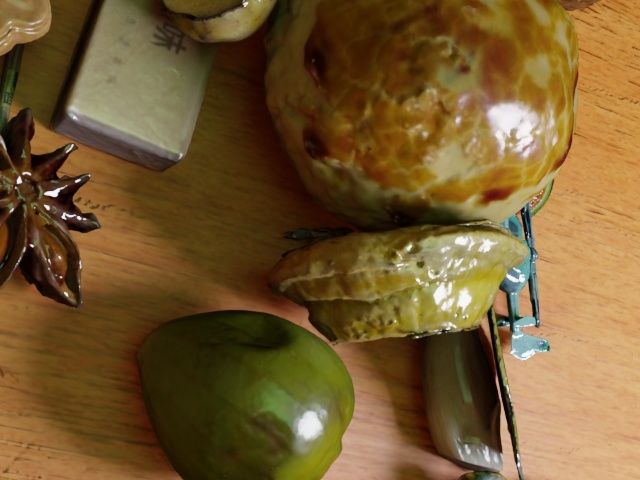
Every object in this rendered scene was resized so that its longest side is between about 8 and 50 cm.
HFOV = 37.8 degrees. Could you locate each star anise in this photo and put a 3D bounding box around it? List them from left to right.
[{"bbox_3d":[-0.330,-0.027,0.936,0.214,0.099,0.219,7,79,-28],"label":"star anise"}]

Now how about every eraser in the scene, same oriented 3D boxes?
[{"bbox_3d":[-0.179,-0.260,1.054,0.144,0.078,0.343,21,75,-24],"label":"eraser"}]

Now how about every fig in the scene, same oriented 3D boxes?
[{"bbox_3d":[-0.081,0.170,0.978,0.230,0.207,0.207,38,69,-17],"label":"fig"}]

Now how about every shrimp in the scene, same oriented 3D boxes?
[{"bbox_3d":[-0.002,0.003,1.139,0.092,0.029,0.038,-2,93,-21],"label":"shrimp"}]

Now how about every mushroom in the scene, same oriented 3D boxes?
[{"bbox_3d":[0.174,0.183,1.164,0.108,0.096,0.246,-11,88,-33],"label":"mushroom"}]

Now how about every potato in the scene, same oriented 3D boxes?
[{"bbox_3d":[-0.081,-0.290,1.004,0.200,0.164,0.081,-61,150,-15],"label":"potato"}]

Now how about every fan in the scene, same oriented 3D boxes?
[{"bbox_3d":[0.221,0.194,1.111,0.011,0.229,0.335,-11,58,7],"label":"fan"}]

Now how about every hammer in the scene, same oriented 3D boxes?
[{"bbox_3d":[-0.336,-0.168,1.000,0.062,0.017,0.182,12,77,-25],"label":"hammer"}]

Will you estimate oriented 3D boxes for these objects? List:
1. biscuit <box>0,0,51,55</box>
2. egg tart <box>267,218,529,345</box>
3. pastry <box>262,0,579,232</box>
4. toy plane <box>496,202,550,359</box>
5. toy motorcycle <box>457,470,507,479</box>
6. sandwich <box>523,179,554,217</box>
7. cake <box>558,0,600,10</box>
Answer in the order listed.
[{"bbox_3d":[-0.417,-0.270,0.900,0.269,0.051,0.375,-21,78,-25],"label":"biscuit"},{"bbox_3d":[0.087,0.053,1.033,0.290,0.290,0.115,-2,82,-27],"label":"egg tart"},{"bbox_3d":[0.123,-0.186,1.065,0.389,0.313,0.388,4,83,-29],"label":"pastry"},{"bbox_3d":[0.250,0.042,1.238,0.096,0.060,0.235,-3,86,-27],"label":"toy plane"},{"bbox_3d":[0.170,0.365,1.134,0.229,0.094,0.130,-43,116,-4],"label":"toy motorcycle"},{"bbox_3d":[0.289,-0.095,1.293,0.067,0.029,0.135,2,84,-21],"label":"sandwich"},{"bbox_3d":[0.309,-0.466,1.224,0.282,0.256,0.290,-2,87,-28],"label":"cake"}]
